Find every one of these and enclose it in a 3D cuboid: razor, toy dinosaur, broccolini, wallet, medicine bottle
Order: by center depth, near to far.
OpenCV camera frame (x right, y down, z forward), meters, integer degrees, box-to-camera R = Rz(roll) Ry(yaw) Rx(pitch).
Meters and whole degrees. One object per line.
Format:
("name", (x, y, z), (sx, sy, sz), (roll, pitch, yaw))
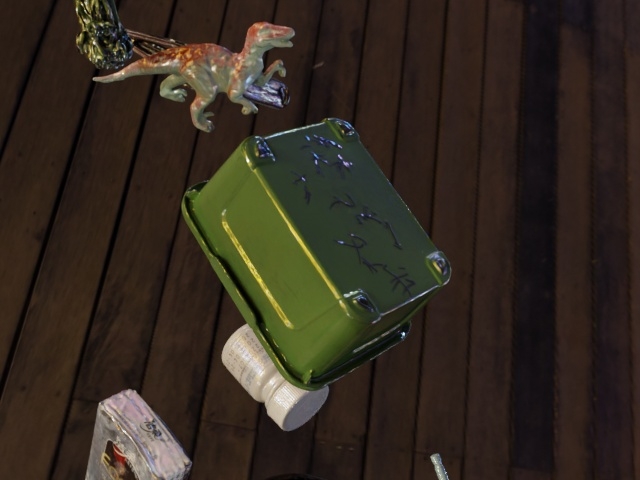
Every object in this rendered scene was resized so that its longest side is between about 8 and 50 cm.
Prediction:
("broccolini", (-0.263, -0.292, 0.823), (0.068, 0.091, 0.202), (-9, 115, 2))
("toy dinosaur", (-0.163, -0.218, 0.919), (0.242, 0.167, 0.053), (11, 48, -4))
("medicine bottle", (-0.077, 0.219, 1.206), (0.105, 0.105, 0.168), (-30, 56, -29))
("wallet", (-0.213, -0.328, 1.377), (0.221, 0.262, 0.071), (-2, 116, -53))
("razor", (0.343, 0.680, 1.949), (0.106, 0.068, 0.231), (-22, 93, -9))

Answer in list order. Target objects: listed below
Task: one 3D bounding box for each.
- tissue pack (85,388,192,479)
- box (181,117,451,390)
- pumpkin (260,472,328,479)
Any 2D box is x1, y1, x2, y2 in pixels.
("tissue pack", (-0.445, 0.558, 1.759), (0.259, 0.361, 0.122), (42, 43, 23))
("box", (0.000, 0.000, 0.979), (0.253, 0.178, 0.328), (-24, 72, -41))
("pumpkin", (-0.016, 0.491, 1.059), (0.296, 0.296, 0.295), (7, 73, -23))
